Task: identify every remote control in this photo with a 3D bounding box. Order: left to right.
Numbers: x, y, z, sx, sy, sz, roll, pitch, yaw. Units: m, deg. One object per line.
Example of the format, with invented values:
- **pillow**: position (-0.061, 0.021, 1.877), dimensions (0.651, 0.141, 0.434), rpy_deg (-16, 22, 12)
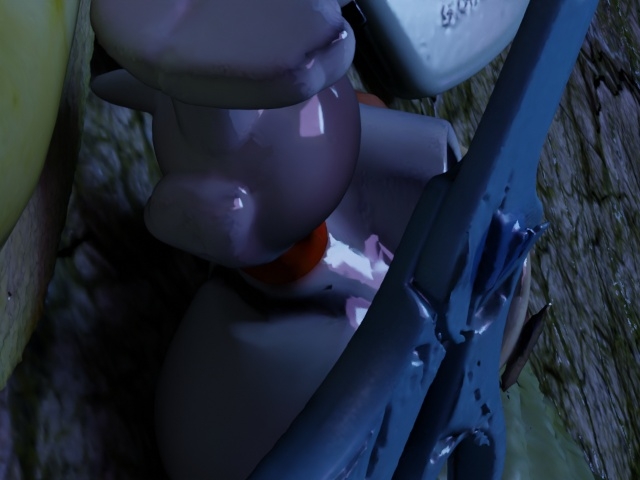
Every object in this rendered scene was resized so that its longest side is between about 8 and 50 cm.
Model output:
- **remote control**: position (0.024, -0.225, 0.983), dimensions (0.140, 0.056, 0.296), rpy_deg (-43, 113, -26)

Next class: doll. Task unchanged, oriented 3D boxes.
- **doll**: position (0.006, -0.020, 0.619), dimensions (0.208, 0.144, 0.271), rpy_deg (-61, 156, -47)

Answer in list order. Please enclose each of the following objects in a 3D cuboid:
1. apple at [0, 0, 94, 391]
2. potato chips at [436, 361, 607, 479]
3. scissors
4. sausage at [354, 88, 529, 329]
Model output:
- **apple**: position (-0.125, -0.061, 0.497), dimensions (0.193, 0.120, 0.265), rpy_deg (87, 6, -46)
- **potato chips**: position (0.150, 0.215, 0.836), dimensions (0.373, 0.097, 0.389), rpy_deg (45, 29, -6)
- **scissors**: position (0.049, 0.013, 0.566), dimensions (0.032, 0.393, 0.180), rpy_deg (27, 11, 28)
- **sausage**: position (0.033, -0.012, 0.822), dimensions (0.065, 0.065, 0.169), rpy_deg (29, 24, -55)
